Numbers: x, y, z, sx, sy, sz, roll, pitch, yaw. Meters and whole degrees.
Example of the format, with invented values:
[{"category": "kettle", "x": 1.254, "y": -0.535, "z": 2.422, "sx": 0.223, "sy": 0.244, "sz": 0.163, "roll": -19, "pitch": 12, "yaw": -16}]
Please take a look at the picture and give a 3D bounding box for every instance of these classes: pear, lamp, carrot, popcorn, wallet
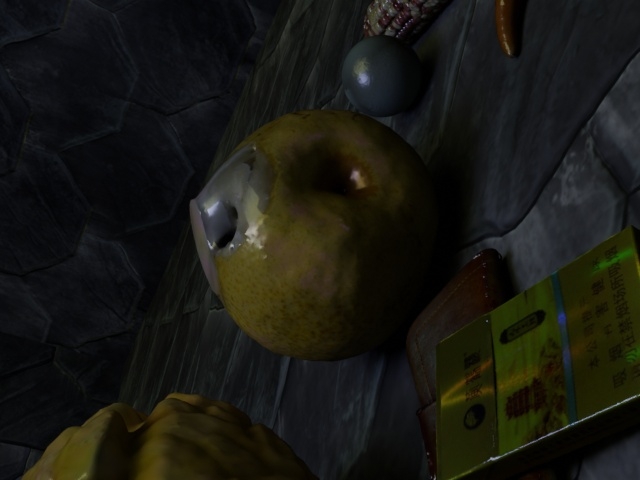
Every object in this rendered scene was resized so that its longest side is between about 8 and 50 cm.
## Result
[{"category": "pear", "x": 0.000, "y": 0.000, "z": 0.915, "sx": 0.271, "sy": 0.271, "sz": 0.271, "roll": -161, "pitch": 90, "yaw": -74}, {"category": "lamp", "x": 0.078, "y": -0.206, "z": 1.091, "sx": 0.105, "sy": 0.105, "sz": 0.105, "roll": -161, "pitch": 90, "yaw": -74}, {"category": "carrot", "x": 0.194, "y": -0.246, "z": 0.884, "sx": 0.035, "sy": 0.035, "sz": 0.142, "roll": 146, "pitch": 133, "yaw": -65}, {"category": "popcorn", "x": -0.120, "y": 0.320, "z": 0.726, "sx": 0.344, "sy": 0.354, "sz": 0.390, "roll": -51, "pitch": 16, "yaw": 2}, {"category": "wallet", "x": 0.122, "y": 0.133, "z": 0.692, "sx": 0.137, "sy": 0.031, "sz": 0.255, "roll": -56, "pitch": 23, "yaw": 34}]

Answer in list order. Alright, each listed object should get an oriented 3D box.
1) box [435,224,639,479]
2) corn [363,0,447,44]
[{"category": "box", "x": 0.152, "y": 0.087, "z": 0.590, "sx": 0.193, "sy": 0.030, "sz": 0.121, "roll": -39, "pitch": 33, "yaw": 40}, {"category": "corn", "x": 0.130, "y": -0.318, "z": 1.104, "sx": 0.237, "sy": 0.079, "sz": 0.079, "roll": -34, "pitch": 40, "yaw": 58}]
